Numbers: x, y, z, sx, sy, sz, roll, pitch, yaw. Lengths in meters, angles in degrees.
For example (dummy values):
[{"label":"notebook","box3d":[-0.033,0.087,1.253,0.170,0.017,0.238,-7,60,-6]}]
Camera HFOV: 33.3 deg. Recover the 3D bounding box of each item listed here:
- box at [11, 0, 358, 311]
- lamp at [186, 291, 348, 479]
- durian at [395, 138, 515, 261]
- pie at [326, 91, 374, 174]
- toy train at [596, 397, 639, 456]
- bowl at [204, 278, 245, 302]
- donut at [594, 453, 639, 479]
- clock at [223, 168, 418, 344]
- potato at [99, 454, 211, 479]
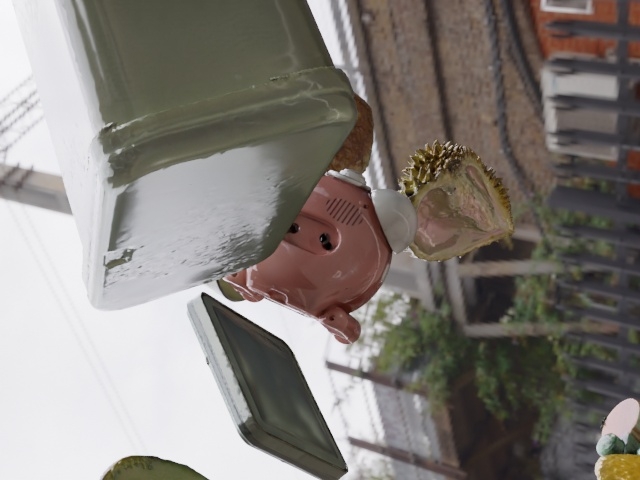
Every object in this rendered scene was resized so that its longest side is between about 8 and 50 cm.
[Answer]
[{"label":"box","box3d":[-0.137,-0.162,0.834,0.177,0.352,0.344,-15,-104,-17]},{"label":"lamp","box3d":[-0.079,0.221,1.599,0.047,0.269,0.266,-37,-38,10]},{"label":"durian","box3d":[0.190,-0.069,1.699,0.183,0.138,0.249,-37,-33,17]},{"label":"pie","box3d":[-0.052,-0.206,1.858,0.315,0.315,0.092,-49,-2,-39]},{"label":"toy train","box3d":[0.578,0.393,1.794,0.285,0.116,0.177,41,-136,-11]},{"label":"bowl","box3d":[-0.178,-0.014,1.960,0.238,0.126,0.238,-37,-47,-55]},{"label":"donut","box3d":[0.474,0.495,1.565,0.435,0.377,0.163,-50,12,37]},{"label":"clock","box3d":[0.000,0.000,1.064,0.162,0.166,0.093,-64,-20,-11]},{"label":"potato","box3d":[-0.158,0.305,1.152,0.198,0.054,0.119,22,-124,-24]}]
